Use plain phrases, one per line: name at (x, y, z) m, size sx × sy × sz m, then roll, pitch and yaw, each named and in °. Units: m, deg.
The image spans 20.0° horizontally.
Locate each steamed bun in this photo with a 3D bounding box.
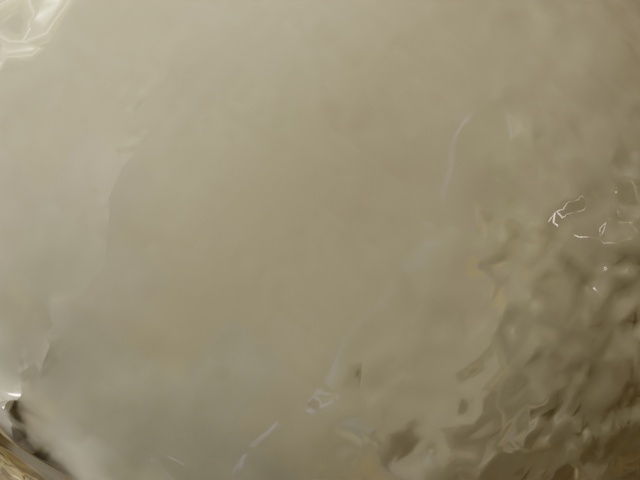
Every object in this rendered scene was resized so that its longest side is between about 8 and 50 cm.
steamed bun at (0.000, 0.000, 0.541) m, size 0.374 × 0.374 × 0.241 m, roll 33°, pitch 76°, yaw 31°
